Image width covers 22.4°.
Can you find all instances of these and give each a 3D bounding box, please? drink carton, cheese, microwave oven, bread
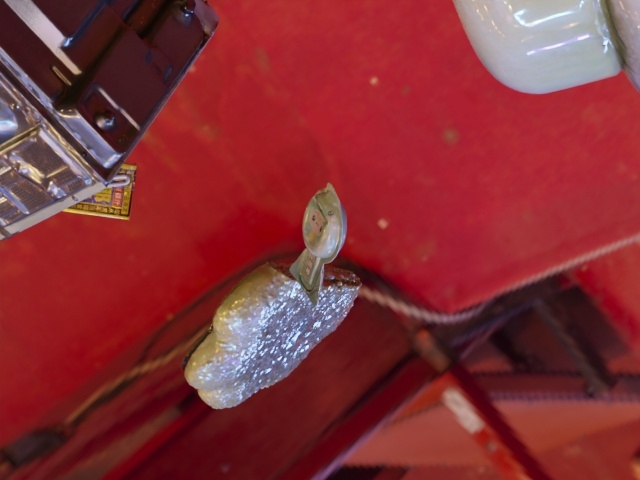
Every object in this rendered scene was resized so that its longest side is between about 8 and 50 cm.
[{"bbox_3d":[-0.311,-0.072,1.988,0.165,0.056,0.071,7,99,-7],"label":"drink carton"},{"bbox_3d":[0.000,0.000,1.552,0.067,0.026,0.121,55,138,44],"label":"cheese"},{"bbox_3d":[-0.344,-0.263,1.738,0.247,0.333,0.394,-24,118,41],"label":"microwave oven"},{"bbox_3d":[-0.059,0.108,1.794,0.056,0.286,0.207,44,107,19],"label":"bread"}]

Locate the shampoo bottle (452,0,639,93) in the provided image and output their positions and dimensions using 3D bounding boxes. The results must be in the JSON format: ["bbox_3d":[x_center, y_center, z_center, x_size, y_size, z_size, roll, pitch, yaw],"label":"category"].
[{"bbox_3d":[0.218,-0.248,0.969,0.317,0.322,0.322,-17,113,15],"label":"shampoo bottle"}]
